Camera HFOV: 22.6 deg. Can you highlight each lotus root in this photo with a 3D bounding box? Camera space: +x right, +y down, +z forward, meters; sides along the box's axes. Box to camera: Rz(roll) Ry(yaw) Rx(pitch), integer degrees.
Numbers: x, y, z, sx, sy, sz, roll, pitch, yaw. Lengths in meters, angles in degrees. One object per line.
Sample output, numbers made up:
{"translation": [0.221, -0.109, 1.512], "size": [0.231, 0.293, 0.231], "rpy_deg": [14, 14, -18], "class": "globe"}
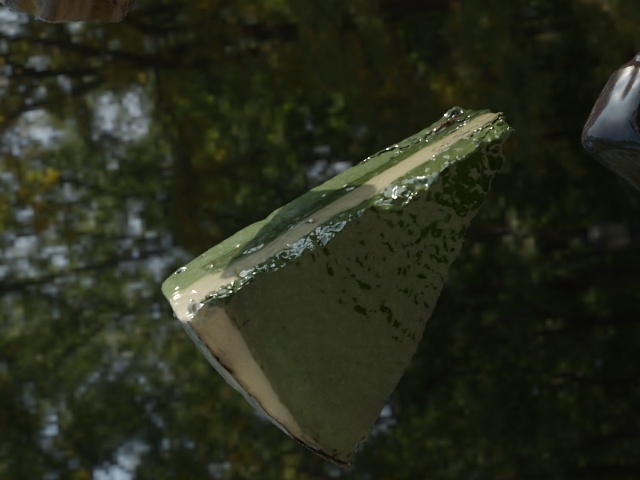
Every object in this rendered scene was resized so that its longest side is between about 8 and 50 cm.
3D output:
{"translation": [-0.212, -0.235, 1.342], "size": [0.122, 0.112, 0.081], "rpy_deg": [-75, -10, -60], "class": "lotus root"}

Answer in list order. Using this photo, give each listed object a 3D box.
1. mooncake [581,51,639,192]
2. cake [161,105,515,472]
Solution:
{"translation": [0.444, -0.115, 1.811], "size": [0.141, 0.283, 0.283], "rpy_deg": [-66, -23, -4], "class": "mooncake"}
{"translation": [0.004, -0.004, 1.193], "size": [0.283, 0.172, 0.158], "rpy_deg": [-62, 20, 5], "class": "cake"}
